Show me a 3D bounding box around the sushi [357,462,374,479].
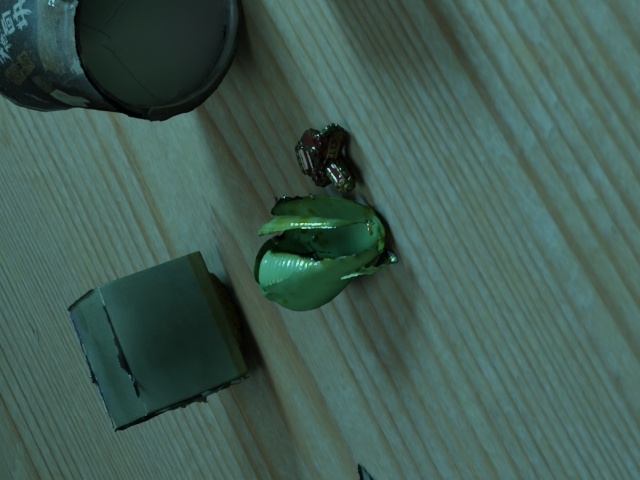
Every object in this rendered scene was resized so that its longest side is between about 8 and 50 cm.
[{"bbox_3d":[0.100,0.431,1.863,0.339,0.069,0.320,45,148,43],"label":"sushi"}]

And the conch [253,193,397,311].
[{"bbox_3d":[0.000,0.000,1.708,0.170,0.079,0.105,-26,92,52],"label":"conch"}]

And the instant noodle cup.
[{"bbox_3d":[-0.198,-0.209,1.796,0.207,0.217,0.217,19,128,52],"label":"instant noodle cup"}]

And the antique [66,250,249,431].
[{"bbox_3d":[-0.165,0.107,2.062,0.152,0.148,0.147,68,157,3],"label":"antique"}]

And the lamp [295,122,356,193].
[{"bbox_3d":[0.001,-0.073,1.689,0.083,0.031,0.063,18,125,67],"label":"lamp"}]
